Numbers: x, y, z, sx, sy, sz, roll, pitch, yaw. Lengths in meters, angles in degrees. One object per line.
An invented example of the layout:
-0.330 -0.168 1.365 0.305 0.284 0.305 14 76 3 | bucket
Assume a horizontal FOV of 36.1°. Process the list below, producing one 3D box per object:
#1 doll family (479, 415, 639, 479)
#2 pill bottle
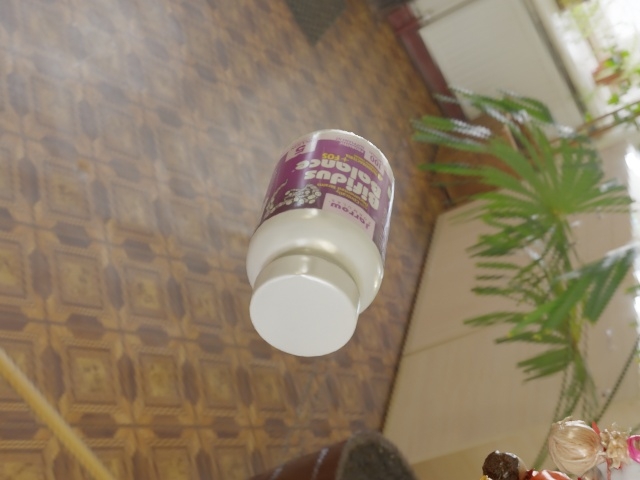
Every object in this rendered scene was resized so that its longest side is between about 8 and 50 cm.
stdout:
0.177 0.210 0.702 0.263 0.163 0.118 107 5 -69 | doll family
0.000 0.000 1.234 0.169 0.169 0.301 53 27 -26 | pill bottle
